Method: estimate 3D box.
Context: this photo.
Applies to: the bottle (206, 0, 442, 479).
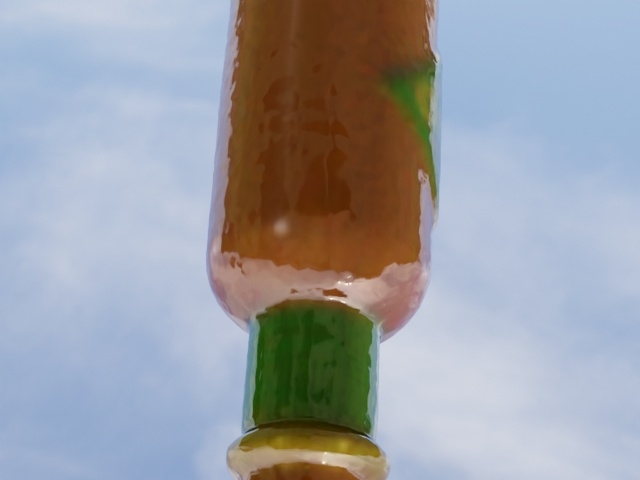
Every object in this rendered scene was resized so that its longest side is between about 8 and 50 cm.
[{"bbox_3d":[0.000,0.000,0.464,0.069,0.069,0.187,5,-117,-1],"label":"bottle"}]
